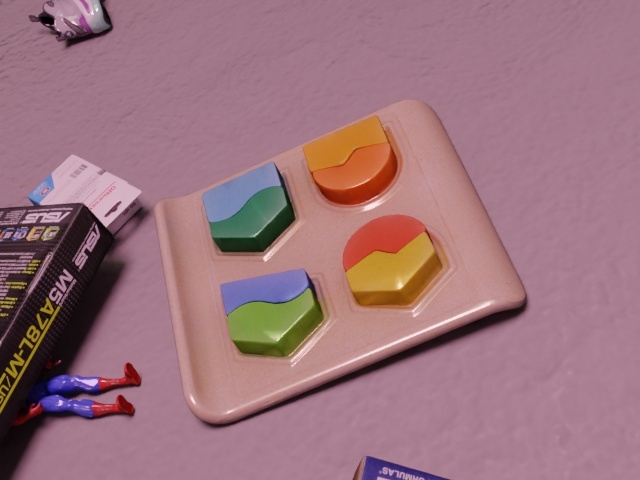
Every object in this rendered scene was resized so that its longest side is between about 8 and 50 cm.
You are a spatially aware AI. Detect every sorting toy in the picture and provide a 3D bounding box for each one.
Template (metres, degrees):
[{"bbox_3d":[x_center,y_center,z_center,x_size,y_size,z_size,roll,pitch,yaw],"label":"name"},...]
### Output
[{"bbox_3d":[0.000,0.000,0.623,0.208,0.038,0.193,-20,47,3],"label":"sorting toy"}]

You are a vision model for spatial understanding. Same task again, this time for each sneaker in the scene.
[{"bbox_3d":[-0.231,-0.215,0.890,0.069,0.038,0.098,-22,47,1],"label":"sneaker"}]

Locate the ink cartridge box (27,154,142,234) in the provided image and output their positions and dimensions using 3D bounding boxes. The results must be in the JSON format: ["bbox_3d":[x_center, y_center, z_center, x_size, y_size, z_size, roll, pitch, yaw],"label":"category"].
[{"bbox_3d":[-0.165,-0.026,0.711,0.083,0.028,0.048,26,64,35],"label":"ink cartridge box"}]

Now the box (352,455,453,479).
[{"bbox_3d":[0.057,0.210,0.391,0.136,0.036,0.225,16,53,0],"label":"box"}]

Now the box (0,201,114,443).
[{"bbox_3d":[-0.251,0.059,0.645,0.190,0.045,0.184,-3,51,31],"label":"box"}]

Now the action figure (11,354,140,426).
[{"bbox_3d":[-0.172,0.096,0.614,0.115,0.030,0.038,-9,52,16],"label":"action figure"}]
